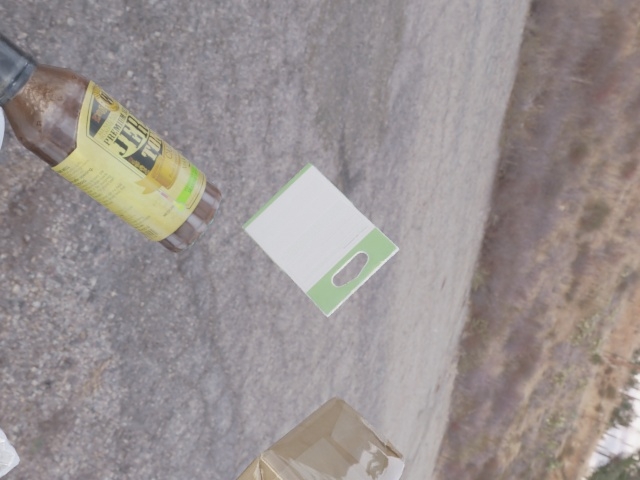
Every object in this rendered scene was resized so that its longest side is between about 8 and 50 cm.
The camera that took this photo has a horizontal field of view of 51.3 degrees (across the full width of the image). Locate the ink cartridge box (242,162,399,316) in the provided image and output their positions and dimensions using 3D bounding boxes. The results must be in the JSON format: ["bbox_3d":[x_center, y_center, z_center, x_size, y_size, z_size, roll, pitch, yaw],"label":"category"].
[{"bbox_3d":[0.000,0.000,1.156,0.171,0.235,0.056,-43,159,-3],"label":"ink cartridge box"}]

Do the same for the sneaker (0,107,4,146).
[{"bbox_3d":[-0.776,-0.311,1.487,0.091,0.094,0.258,-4,86,-58],"label":"sneaker"}]

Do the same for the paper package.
[{"bbox_3d":[-0.056,0.409,0.939,0.309,0.168,0.325,-50,168,11],"label":"paper package"}]

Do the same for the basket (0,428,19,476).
[{"bbox_3d":[-0.895,0.446,1.407,0.331,0.266,0.328,-39,102,-38],"label":"basket"}]

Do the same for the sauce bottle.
[{"bbox_3d":[-0.269,-0.118,0.774,0.344,0.111,0.111,40,65,-33],"label":"sauce bottle"}]
